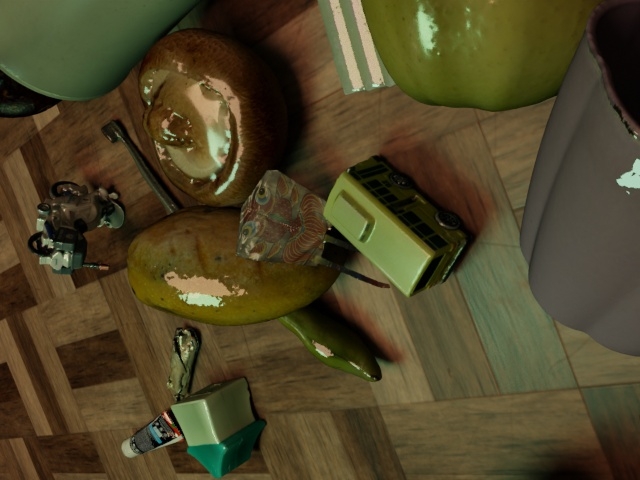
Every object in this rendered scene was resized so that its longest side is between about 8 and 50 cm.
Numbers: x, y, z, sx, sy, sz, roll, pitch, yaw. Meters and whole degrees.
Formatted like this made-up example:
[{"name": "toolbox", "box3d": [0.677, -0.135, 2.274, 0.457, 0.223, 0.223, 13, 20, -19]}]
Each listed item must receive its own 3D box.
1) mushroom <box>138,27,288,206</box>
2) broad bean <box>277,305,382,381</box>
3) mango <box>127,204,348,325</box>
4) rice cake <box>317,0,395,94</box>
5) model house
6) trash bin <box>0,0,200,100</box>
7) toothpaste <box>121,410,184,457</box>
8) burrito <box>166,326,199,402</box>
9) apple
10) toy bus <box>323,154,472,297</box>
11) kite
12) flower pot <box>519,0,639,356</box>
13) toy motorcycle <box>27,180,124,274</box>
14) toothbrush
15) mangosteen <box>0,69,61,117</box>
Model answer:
[{"name": "mushroom", "box3d": [-0.151, -0.174, 1.071, 0.253, 0.153, 0.253, 20, 126, 30]}, {"name": "broad bean", "box3d": [-0.025, 0.118, 1.139, 0.325, 0.067, 0.075, 36, 165, 36]}, {"name": "mango", "box3d": [-0.124, 0.040, 1.104, 0.329, 0.175, 0.177, 10, 90, 20]}, {"name": "rice cake", "box3d": [0.069, -0.281, 0.900, 0.189, 0.037, 0.198, 2, 108, 44]}, {"name": "model house", "box3d": [-0.175, 0.334, 1.349, 0.127, 0.100, 0.149, -21, 90, 47]}, {"name": "trash bin", "box3d": [-0.307, -0.385, 1.055, 0.432, 0.280, 0.281, -22, 91, 43]}, {"name": "toothpaste", "box3d": [-0.353, 0.416, 1.602, 0.193, 0.045, 0.071, -35, 90, 40]}, {"name": "burrito", "box3d": [-0.263, 0.233, 1.437, 0.051, 0.042, 0.171, 38, 133, 31]}, {"name": "apple", "box3d": [0.157, -0.251, 0.696, 0.279, 0.279, 0.279, 19, 119, 38]}, {"name": "toy bus", "box3d": [0.089, -0.021, 0.945, 0.175, 0.101, 0.088, 44, 132, 24]}, {"name": "kite", "box3d": [0.000, 0.000, 1.008, 0.229, 0.016, 0.127, 24, 86, 5]}, {"name": "flower pot", "box3d": [0.291, -0.038, 0.638, 0.265, 0.265, 0.243, 46, 143, 20]}, {"name": "toy motorcycle", "box3d": [-0.449, -0.030, 1.412, 0.150, 0.221, 0.102, 13, 132, -11]}, {"name": "toothbrush", "box3d": [-0.295, -0.100, 1.336, 0.297, 0.030, 0.030, 50, 160, 14]}, {"name": "mangosteen", "box3d": [-0.550, -0.353, 1.314, 0.288, 0.288, 0.288, 19, 119, 38]}]
